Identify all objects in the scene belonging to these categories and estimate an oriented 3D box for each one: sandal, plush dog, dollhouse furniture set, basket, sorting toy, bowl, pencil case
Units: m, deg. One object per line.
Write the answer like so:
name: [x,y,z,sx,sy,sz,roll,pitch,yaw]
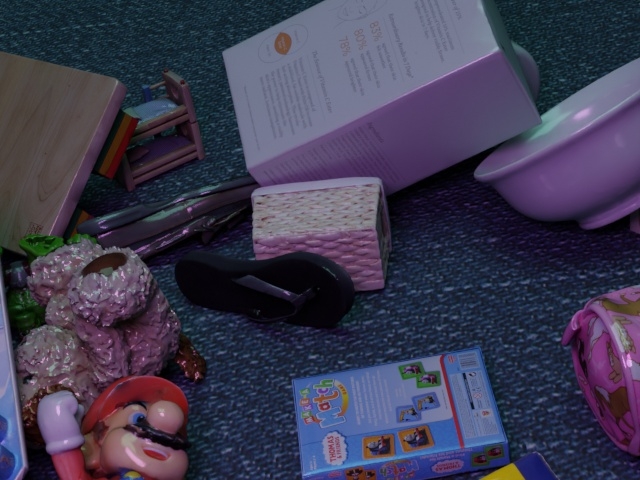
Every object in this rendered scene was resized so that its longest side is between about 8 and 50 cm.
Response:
sandal: [-0.070,0.065,1.671,0.254,0.097,0.054,1,33,34]
plush dog: [-0.268,0.139,1.569,0.225,0.210,0.262,-42,20,-16]
dollhouse furniture set: [-0.278,-0.184,2.049,0.129,0.129,0.184,-26,37,-23]
basket: [0.000,0.000,1.726,0.167,0.113,0.103,-5,38,8]
sorting toy: [-0.388,-0.107,1.905,0.255,0.089,0.257,16,79,35]
bowl: [0.347,-0.106,1.720,0.298,0.134,0.298,-33,7,5]
pencil case: [0.449,0.091,1.432,0.386,0.160,0.167,-17,26,-9]

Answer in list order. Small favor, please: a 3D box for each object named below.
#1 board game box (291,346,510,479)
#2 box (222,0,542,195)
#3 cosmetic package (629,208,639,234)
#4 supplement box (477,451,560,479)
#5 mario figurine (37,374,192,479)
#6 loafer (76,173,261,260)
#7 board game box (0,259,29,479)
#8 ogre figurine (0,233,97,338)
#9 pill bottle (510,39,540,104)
board game box: [0.080,0.191,1.487,0.211,0.039,0.160,-9,34,1]
box: [0.075,-0.197,1.800,0.345,0.168,0.215,-24,52,14]
cosmetic package: [0.438,-0.022,1.702,0.060,0.041,0.115,-33,40,-31]
supplement box: [0.060,0.352,1.071,0.356,0.194,0.195,-23,57,-18]
mario figurine: [-0.168,0.239,1.355,0.170,0.198,0.320,-20,37,7]
loafer: [-0.184,-0.020,1.851,0.267,0.084,0.096,-17,3,-16]
board game box: [-0.525,0.135,1.516,0.390,0.050,0.390,-19,59,6]
ogre figurine: [-0.366,0.056,1.731,0.197,0.118,0.097,-24,40,-17]
pill bottle: [0.184,-0.257,2.016,0.152,0.152,0.272,-21,36,-15]
